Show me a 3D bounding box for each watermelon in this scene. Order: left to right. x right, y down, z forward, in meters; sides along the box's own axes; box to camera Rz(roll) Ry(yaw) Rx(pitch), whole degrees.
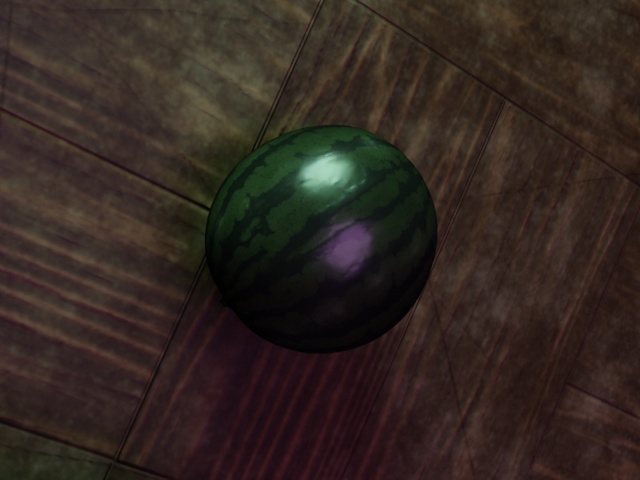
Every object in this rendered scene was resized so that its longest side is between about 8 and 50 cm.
[{"bbox_3d":[0.000,0.000,1.030,0.212,0.212,0.212,-6,102,-29],"label":"watermelon"}]
